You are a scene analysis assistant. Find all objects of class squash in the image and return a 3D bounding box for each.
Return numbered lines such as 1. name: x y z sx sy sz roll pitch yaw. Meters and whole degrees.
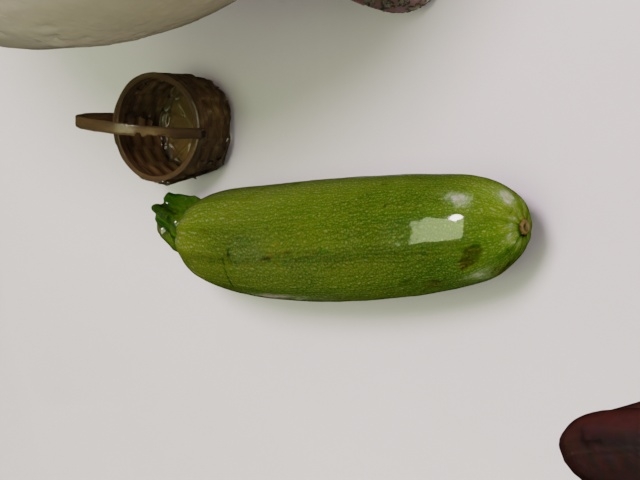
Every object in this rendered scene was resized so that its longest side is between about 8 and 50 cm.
1. squash: 0.000 0.000 0.895 0.252 0.066 0.066 -3 91 39

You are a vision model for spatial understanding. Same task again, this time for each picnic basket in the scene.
1. picnic basket: -0.098 -0.064 0.954 0.072 0.083 0.072 2 94 37

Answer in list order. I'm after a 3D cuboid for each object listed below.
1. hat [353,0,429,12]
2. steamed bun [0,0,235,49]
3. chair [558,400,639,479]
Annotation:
1. hat: 0.026 -0.154 0.887 0.087 0.042 0.058 3 109 4
2. steamed bun: -0.099 -0.270 0.837 0.374 0.241 0.374 -9 75 37
3. chair: 0.288 0.137 0.588 0.401 0.226 0.226 47 119 26
